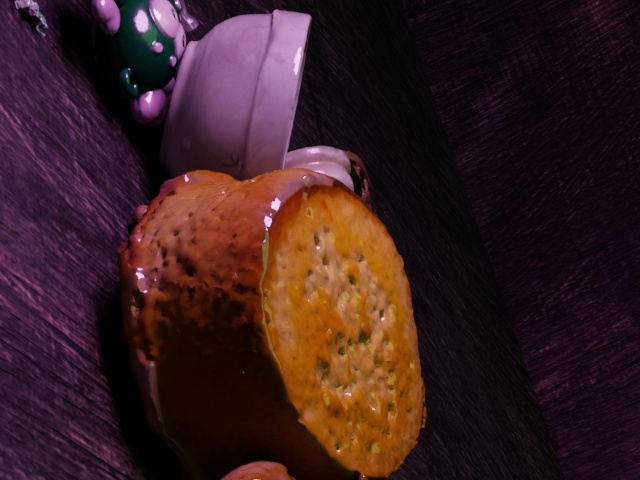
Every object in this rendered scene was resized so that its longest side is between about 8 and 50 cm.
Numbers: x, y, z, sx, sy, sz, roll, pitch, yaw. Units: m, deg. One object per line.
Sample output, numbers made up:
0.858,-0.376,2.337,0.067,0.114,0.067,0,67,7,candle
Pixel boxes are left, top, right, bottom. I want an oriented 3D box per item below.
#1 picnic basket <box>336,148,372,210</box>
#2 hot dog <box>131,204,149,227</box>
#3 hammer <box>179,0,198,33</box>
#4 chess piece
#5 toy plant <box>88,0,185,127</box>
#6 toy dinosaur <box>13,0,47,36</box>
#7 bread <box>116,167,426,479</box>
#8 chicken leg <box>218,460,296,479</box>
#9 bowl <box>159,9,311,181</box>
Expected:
0.018,-0.089,2.271,0.178,0.128,0.137,62,10,-48,picnic basket
-0.175,0.025,1.586,0.090,0.060,0.140,-54,126,-75,hot dog
-0.228,-0.300,1.981,0.111,0.033,0.287,57,17,-26,hammer
0.000,0.000,2.078,0.144,0.144,0.251,39,35,-58,chess piece
-0.229,-0.266,1.742,0.243,0.113,0.232,-74,150,-61,toy plant
-0.338,-0.275,1.594,0.062,0.021,0.083,-86,151,-75,toy dinosaur
-0.052,0.099,1.487,0.398,0.215,0.398,32,51,-50,bread
-0.057,0.400,1.210,0.409,0.182,0.295,-68,147,-63,chicken leg
-0.109,-0.155,1.770,0.307,0.163,0.307,-166,-90,-88,bowl
